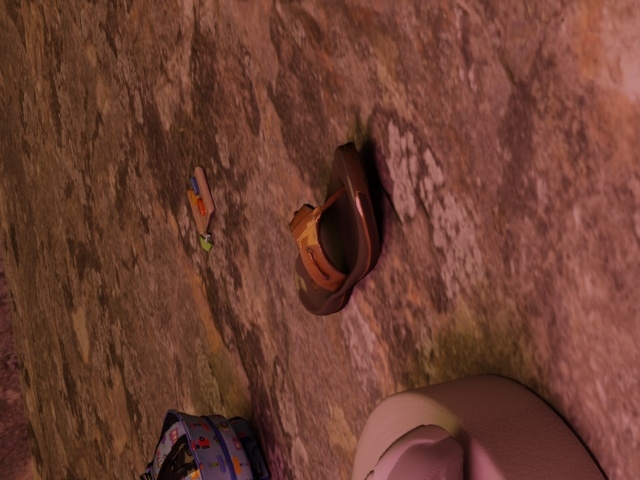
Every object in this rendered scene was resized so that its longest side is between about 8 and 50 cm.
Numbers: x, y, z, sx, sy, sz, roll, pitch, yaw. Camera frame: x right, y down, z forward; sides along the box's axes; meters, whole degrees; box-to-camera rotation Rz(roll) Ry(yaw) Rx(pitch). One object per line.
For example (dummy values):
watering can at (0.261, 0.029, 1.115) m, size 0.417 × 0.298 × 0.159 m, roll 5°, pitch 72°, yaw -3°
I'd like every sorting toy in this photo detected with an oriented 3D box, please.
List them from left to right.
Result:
sorting toy at (-0.130, -0.032, 1.748) m, size 0.062 × 0.012 × 0.083 m, roll 120°, pitch 136°, yaw -61°

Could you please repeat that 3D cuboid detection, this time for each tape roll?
tape roll at (0.125, 0.290, 1.129) m, size 0.392 × 0.072 × 0.392 m, roll 170°, pitch 90°, yaw -70°

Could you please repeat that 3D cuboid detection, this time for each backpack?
backpack at (-0.114, 0.255, 1.697) m, size 0.173 × 0.117 × 0.158 m, roll 105°, pitch 149°, yaw -51°

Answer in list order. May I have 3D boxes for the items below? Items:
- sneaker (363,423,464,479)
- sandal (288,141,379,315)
sneaker at (0.080, 0.253, 1.036) m, size 0.115 × 0.105 × 0.281 m, roll 12°, pitch 111°, yaw 32°
sandal at (0.000, 0.000, 1.337) m, size 0.219 × 0.060 × 0.090 m, roll 119°, pitch 137°, yaw -61°
